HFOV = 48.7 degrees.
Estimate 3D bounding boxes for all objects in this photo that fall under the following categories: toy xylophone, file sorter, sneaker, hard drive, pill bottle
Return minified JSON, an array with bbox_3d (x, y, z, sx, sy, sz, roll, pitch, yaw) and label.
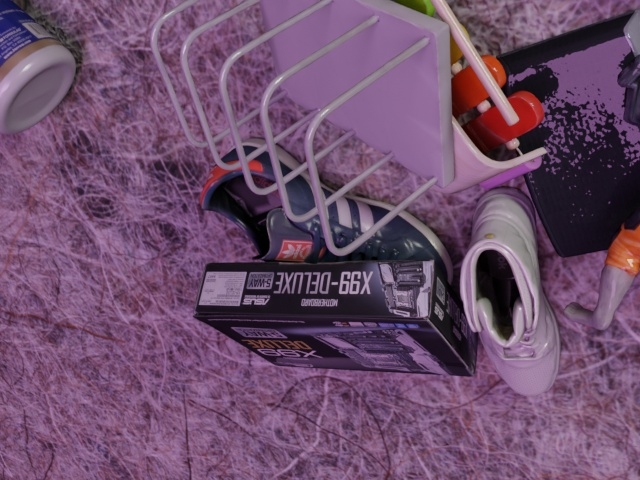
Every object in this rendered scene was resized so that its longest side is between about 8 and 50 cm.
[{"bbox_3d":[0.116,-0.182,0.746,0.323,0.081,0.236,56,160,-11],"label":"toy xylophone"},{"bbox_3d":[-0.024,-0.146,0.738,0.277,0.173,0.193,37,154,36],"label":"file sorter"},{"bbox_3d":[0.225,0.102,0.858,0.108,0.169,0.293,-7,114,25],"label":"sneaker"},{"bbox_3d":[0.302,-0.103,0.783,0.172,0.054,0.255,-13,110,29],"label":"hard drive"},{"bbox_3d":[0.000,0.000,0.915,0.350,0.148,0.131,27,124,8],"label":"sneaker"},{"bbox_3d":[-0.488,-0.286,0.981,0.264,0.153,0.153,41,125,0],"label":"pill bottle"}]

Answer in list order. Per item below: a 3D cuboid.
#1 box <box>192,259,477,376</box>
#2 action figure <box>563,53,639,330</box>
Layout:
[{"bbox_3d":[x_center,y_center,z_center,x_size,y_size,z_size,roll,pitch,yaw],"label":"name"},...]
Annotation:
[{"bbox_3d":[0.029,0.105,0.923,0.307,0.077,0.242,-1,155,24],"label":"box"},{"bbox_3d":[0.431,-0.029,0.661,0.341,0.178,0.330,13,122,2],"label":"action figure"}]
